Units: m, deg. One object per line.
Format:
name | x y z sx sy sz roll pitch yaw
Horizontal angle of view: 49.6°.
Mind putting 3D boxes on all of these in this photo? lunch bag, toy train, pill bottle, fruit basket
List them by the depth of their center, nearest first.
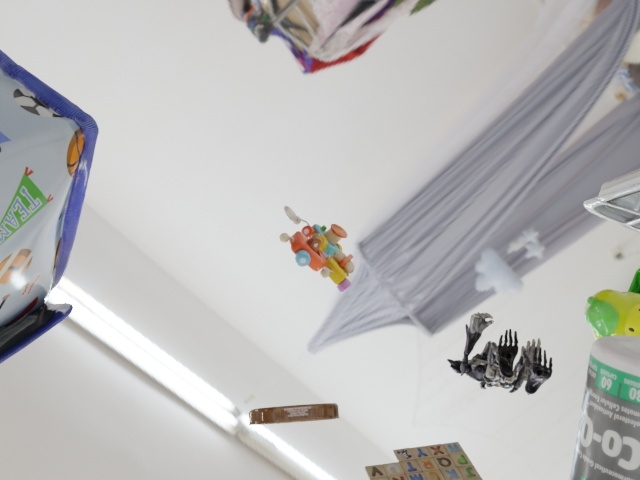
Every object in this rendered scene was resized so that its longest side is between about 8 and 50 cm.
lunch bag | -0.403 0.042 0.628 0.239 0.385 0.328 39 -140 8
toy train | 0.000 0.000 0.918 0.125 0.046 0.166 44 -167 -22
pill bottle | 0.497 0.344 1.064 0.204 0.361 0.204 6 -173 -1
fruit basket | 0.847 0.242 1.768 0.283 0.392 0.392 20 165 41

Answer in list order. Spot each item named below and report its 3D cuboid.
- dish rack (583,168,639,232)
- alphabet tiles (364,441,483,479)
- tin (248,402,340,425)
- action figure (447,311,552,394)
dish rack | 0.567 -0.046 0.987 0.286 0.072 0.333 22 177 1
alphabet tiles | 0.223 0.504 1.464 0.198 0.237 0.009 -122 32 -63
tin | -0.054 0.359 1.430 0.106 0.190 0.040 133 135 -74
action figure | 0.360 0.231 1.377 0.164 0.141 0.275 24 168 -3
